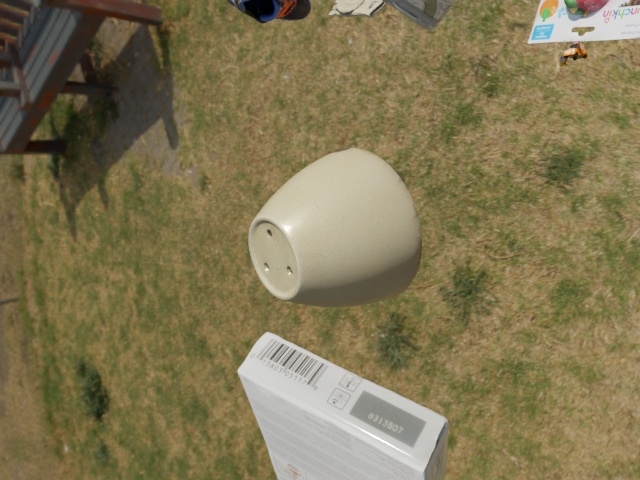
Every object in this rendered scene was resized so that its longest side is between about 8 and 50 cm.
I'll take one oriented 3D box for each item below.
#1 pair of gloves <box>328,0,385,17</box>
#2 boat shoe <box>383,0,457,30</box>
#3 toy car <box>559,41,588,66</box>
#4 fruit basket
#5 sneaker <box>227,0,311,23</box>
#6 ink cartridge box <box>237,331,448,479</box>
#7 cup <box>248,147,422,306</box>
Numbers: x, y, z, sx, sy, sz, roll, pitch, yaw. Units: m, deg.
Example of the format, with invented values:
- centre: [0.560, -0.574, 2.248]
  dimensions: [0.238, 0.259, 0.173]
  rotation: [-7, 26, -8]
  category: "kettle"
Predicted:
- centre: [0.154, -0.733, 1.543]
  dimensions: [0.204, 0.042, 0.240]
  rotation: [28, 72, 41]
  category: "pair of gloves"
- centre: [0.075, -0.431, 0.824]
  dimensions: [0.103, 0.320, 0.118]
  rotation: [130, 146, -49]
  category: "boat shoe"
- centre: [0.625, -0.474, 1.335]
  dimensions: [0.122, 0.060, 0.041]
  rotation: [-131, 43, -79]
  category: "toy car"
- centre: [0.653, -0.643, 1.215]
  dimensions: [0.327, 0.165, 0.353]
  rotation: [32, 104, 57]
  category: "fruit basket"
- centre: [-0.092, -0.414, 0.917]
  dimensions: [0.083, 0.221, 0.087]
  rotation: [-43, 72, 37]
  category: "sneaker"
- centre: [0.026, 0.211, 0.516]
  dimensions: [0.189, 0.066, 0.232]
  rotation: [19, 142, 28]
  category: "ink cartridge box"
- centre: [0.000, 0.000, 1.049]
  dimensions: [0.331, 0.237, 0.331]
  rotation: [27, 126, 43]
  category: "cup"
